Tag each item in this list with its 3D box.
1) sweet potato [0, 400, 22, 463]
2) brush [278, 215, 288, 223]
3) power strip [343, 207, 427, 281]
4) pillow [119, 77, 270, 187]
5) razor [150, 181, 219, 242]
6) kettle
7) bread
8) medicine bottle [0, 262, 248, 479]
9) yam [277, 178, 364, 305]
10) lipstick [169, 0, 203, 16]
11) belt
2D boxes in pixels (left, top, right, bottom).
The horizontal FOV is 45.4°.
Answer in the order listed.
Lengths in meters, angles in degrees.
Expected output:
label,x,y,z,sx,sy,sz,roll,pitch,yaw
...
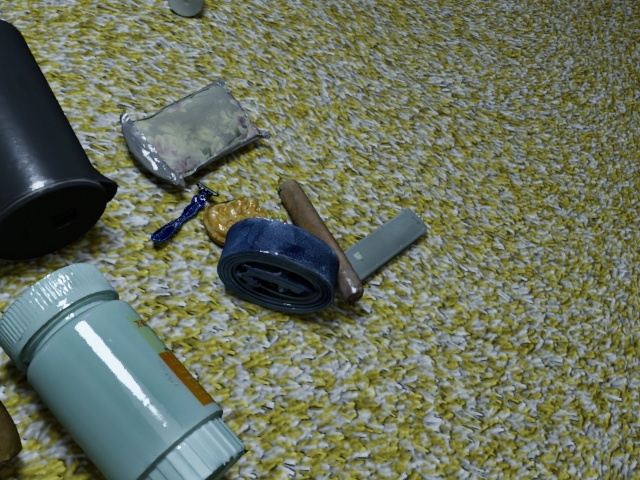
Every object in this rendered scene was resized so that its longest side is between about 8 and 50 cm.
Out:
label,x,y,z,sx,sy,sz,roll,pitch,yaw
sweet potato,-0.447,0.161,0.946,0.112,0.085,0.286,28,24,-51
brush,-0.048,-0.012,1.293,0.018,0.021,0.083,-14,61,-26
power strip,0.099,0.015,1.336,0.060,0.027,0.252,47,50,12
pillow,-0.217,-0.183,1.323,0.169,0.059,0.255,45,48,12
razor,-0.222,-0.037,1.227,0.044,0.028,0.154,30,47,9
kettle,-0.473,-0.134,1.069,0.262,0.203,0.308,-15,65,-48
bread,-0.137,-0.031,1.252,0.110,0.044,0.083,-18,65,-37
medicine bottle,-0.246,0.191,0.955,0.318,0.158,0.158,46,50,13
yam,0.000,0.000,1.269,0.046,0.046,0.264,-10,52,-31
lipstick,-0.272,-0.571,1.586,0.070,0.070,0.255,10,51,-18
belt,-0.059,0.040,1.168,0.190,0.141,0.082,20,51,-11
